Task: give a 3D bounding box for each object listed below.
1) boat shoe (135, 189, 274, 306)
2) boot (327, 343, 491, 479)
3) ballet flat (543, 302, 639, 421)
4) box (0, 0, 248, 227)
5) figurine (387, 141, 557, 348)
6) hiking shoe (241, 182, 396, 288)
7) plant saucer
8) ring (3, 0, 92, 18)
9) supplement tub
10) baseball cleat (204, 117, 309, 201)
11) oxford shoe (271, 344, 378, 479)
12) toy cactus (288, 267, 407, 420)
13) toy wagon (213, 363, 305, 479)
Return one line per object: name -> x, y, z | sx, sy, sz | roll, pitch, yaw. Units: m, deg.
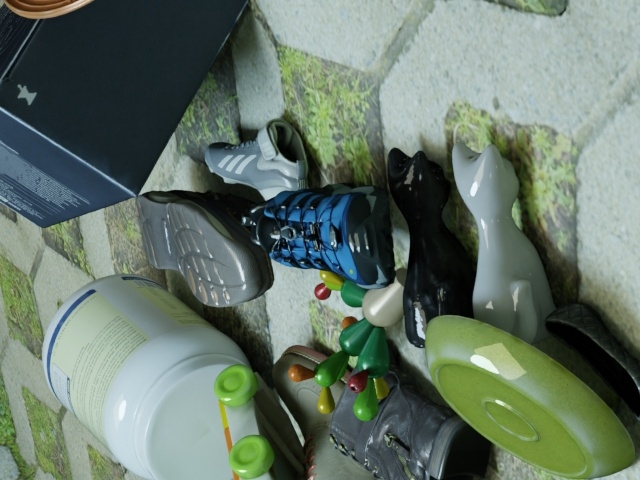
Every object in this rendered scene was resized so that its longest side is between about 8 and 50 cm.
boat shoe -> -0.130, -0.011, 2.131 | 0.355, 0.130, 0.132 | 30, 132, 60
boot -> 0.083, 0.270, 1.918 | 0.229, 0.091, 0.263 | 27, 99, 51
ballet flat -> 0.275, 0.126, 1.541 | 0.173, 0.049, 0.057 | 50, 150, 33
box -> -0.309, -0.206, 2.067 | 0.212, 0.293, 0.395 | 34, 162, -19
figurine -> 0.146, 0.001, 1.661 | 0.215, 0.092, 0.209 | -2, 104, 62
hiking shoe -> 0.000, 0.000, 1.788 | 0.304, 0.132, 0.113 | -166, 69, -79
plant saucer -> 0.194, 0.164, 1.614 | 0.241, 0.037, 0.241 | 34, 161, 13
ring -> -0.255, -0.400, 1.886 | 0.032, 0.336, 0.336 | 41, 175, -39
supplement tub -> -0.240, 0.206, 2.385 | 0.325, 0.235, 0.235 | 32, 137, 51
baseball cleat -> -0.072, -0.108, 2.031 | 0.206, 0.072, 0.109 | 30, 122, 46
oxford shoe -> 0.020, 0.268, 2.050 | 0.348, 0.130, 0.123 | 48, 149, 36
toy cactus -> 0.043, 0.094, 1.893 | 0.180, 0.112, 0.219 | -51, 27, 36
toy wagon -> -0.047, 0.327, 2.099 | 0.344, 0.068, 0.267 | -105, -12, -45
